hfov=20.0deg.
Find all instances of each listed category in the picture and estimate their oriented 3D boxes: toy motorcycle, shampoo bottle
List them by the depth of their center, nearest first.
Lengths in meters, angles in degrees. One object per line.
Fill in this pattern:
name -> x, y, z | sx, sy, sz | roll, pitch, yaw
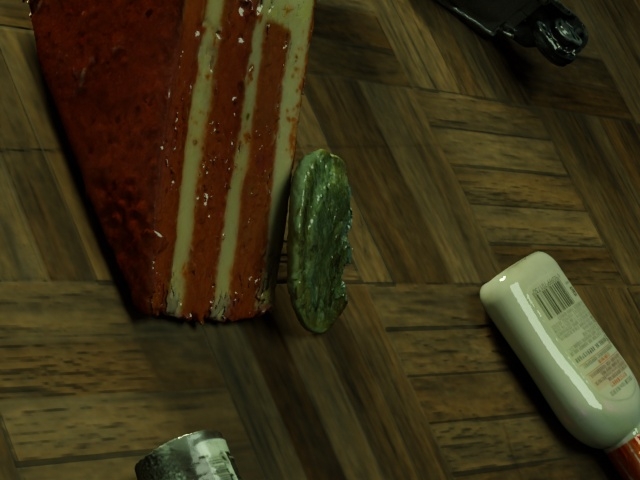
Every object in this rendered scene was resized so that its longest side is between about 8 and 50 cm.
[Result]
shampoo bottle -> -0.042, 0.211, 1.039 | 0.057, 0.063, 0.207 | -8, 65, -42
shampoo bottle -> 0.216, 0.114, 1.474 | 0.221, 0.051, 0.108 | 56, 31, 6
toy motorcycle -> 0.156, -0.269, 1.739 | 0.263, 0.091, 0.157 | 34, 32, -24

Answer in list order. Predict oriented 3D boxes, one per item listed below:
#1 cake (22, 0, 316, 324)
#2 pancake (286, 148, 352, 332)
cake -> -0.066, -0.091, 1.215 | 0.158, 0.159, 0.262 | 7, 55, -53
pancake -> -0.001, 0.001, 1.269 | 0.116, 0.022, 0.129 | 4, 89, -69
